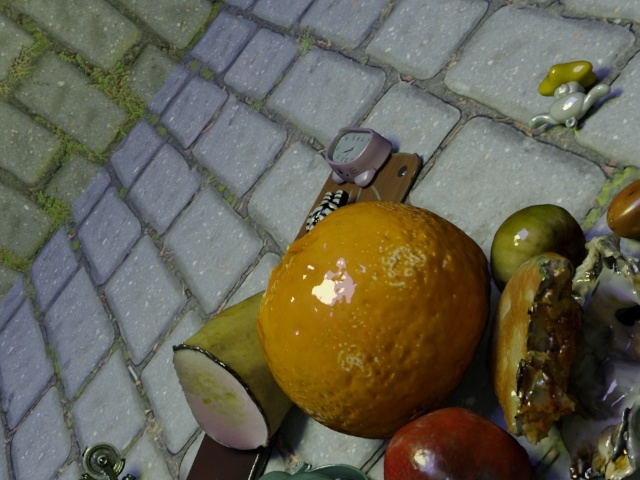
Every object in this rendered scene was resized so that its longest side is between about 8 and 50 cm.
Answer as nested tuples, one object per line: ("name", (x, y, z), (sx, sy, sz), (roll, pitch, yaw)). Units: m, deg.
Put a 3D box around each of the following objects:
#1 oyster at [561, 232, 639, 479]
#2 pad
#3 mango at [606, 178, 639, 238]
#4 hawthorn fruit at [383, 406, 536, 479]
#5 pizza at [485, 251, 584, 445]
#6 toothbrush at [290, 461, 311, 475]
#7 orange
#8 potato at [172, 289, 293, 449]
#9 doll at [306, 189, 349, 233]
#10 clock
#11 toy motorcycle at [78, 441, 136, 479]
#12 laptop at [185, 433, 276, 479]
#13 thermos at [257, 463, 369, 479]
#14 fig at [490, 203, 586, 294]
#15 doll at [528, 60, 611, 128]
("oyster", (0.359, 0.133, 1.118), (0.201, 0.107, 0.354), (111, 169, -58))
("pad", (0.055, -0.046, 1.824), (0.284, 0.018, 0.286), (7, 67, 57))
("mango", (0.426, -0.048, 1.235), (0.114, 0.060, 0.080), (-38, 17, 31))
("hawthorn fruit", (0.164, 0.290, 1.165), (0.185, 0.185, 0.202), (-48, 13, 11))
("pizza", (0.263, 0.141, 1.147), (0.289, 0.081, 0.228), (99, 178, -57))
("toothbrush", (-0.092, 0.433, 1.527), (0.219, 0.019, 0.016), (-48, 35, 11))
("orange", (0.068, 0.101, 1.323), (0.340, 0.293, 0.340), (-58, 2, 3))
("potato", (-0.106, 0.193, 1.643), (0.229, 0.229, 0.266), (-16, 22, 48))
("doll", (0.000, 0.000, 1.773), (0.091, 0.067, 0.219), (-6, 50, 41))
("clock", (0.064, -0.166, 1.859), (0.153, 0.050, 0.110), (13, 72, 59))
("toy motorcycle", (-0.467, 0.538, 1.864), (0.275, 0.127, 0.205), (-61, 6, -20))
("laptop", (-0.165, 0.401, 1.666), (0.207, 0.026, 0.154), (-11, 52, 52))
("thermos", (0.007, 0.389, 1.316), (0.182, 0.145, 0.286), (-29, 20, -22))
("fig", (0.292, 0.021, 1.286), (0.120, 0.136, 0.153), (58, 134, 38))
("doll", (0.392, -0.228, 1.477), (0.135, 0.071, 0.113), (4, 70, 52))
